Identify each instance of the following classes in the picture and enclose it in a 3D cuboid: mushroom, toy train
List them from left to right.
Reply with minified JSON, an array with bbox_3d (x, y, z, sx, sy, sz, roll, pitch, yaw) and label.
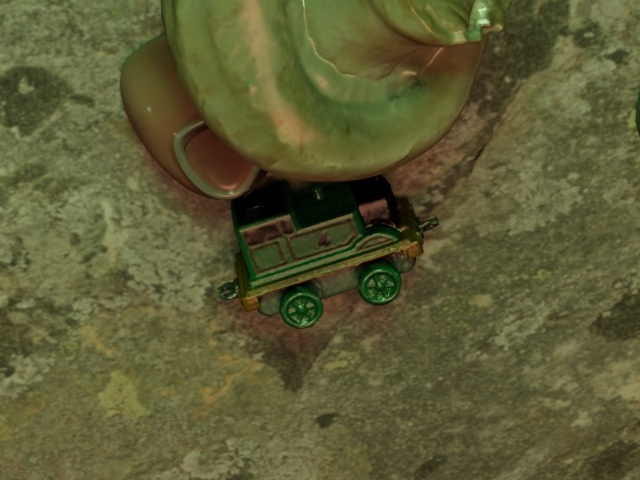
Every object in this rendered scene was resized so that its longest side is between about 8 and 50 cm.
[{"bbox_3d":[0.000,0.000,1.941,0.228,0.091,0.136,-19,121,5],"label":"toy train"},{"bbox_3d":[0.024,-0.191,1.630,0.298,0.290,0.297,-3,96,-25],"label":"mushroom"}]

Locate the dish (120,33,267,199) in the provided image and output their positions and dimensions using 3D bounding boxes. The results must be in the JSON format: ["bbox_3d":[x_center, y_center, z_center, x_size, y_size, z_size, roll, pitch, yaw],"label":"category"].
[{"bbox_3d":[-0.072,-0.115,1.825,0.213,0.090,0.213,-6,130,-7],"label":"dish"}]

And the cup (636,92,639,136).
[{"bbox_3d":[0.415,-0.095,1.901,0.199,0.150,0.199,-5,130,-6],"label":"cup"}]
